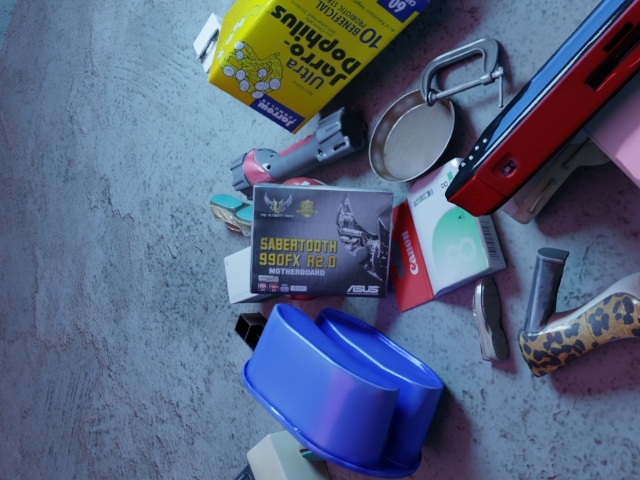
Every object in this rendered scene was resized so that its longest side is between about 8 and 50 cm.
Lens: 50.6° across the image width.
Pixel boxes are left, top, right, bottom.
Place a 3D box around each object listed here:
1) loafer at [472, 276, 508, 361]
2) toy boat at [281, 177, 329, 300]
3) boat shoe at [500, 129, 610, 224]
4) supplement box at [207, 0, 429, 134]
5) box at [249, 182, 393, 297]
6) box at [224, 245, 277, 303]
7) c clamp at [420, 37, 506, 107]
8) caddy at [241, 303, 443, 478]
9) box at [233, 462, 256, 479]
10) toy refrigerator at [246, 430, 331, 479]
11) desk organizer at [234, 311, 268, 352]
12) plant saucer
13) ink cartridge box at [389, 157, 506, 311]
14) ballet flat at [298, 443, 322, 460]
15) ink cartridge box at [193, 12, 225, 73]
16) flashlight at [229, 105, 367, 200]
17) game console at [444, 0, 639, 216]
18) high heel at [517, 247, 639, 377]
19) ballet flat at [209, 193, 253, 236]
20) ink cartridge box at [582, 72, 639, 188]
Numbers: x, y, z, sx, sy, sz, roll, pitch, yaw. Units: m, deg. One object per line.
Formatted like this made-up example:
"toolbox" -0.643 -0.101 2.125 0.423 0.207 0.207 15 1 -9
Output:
"loafer" 0.243 0.118 1.004 0.039 0.045 0.125 -21 75 51
"toy boat" -0.052 0.000 1.228 0.151 0.151 0.231 24 107 26
"boat shoe" 0.339 -0.144 0.886 0.098 0.109 0.302 39 121 -2
"supplement box" -0.009 -0.387 1.149 0.356 0.194 0.195 -38 34 39
"box" 0.000 0.000 1.133 0.056 0.231 0.183 -108 21 -77
"box" -0.127 0.070 1.368 0.101 0.087 0.102 -21 72 44
"c clamp" 0.215 -0.249 1.039 0.161 0.022 0.137 -6 62 45
"caddy" 0.027 0.243 1.086 0.341 0.241 0.179 32 105 44
"box" -0.108 0.572 1.339 0.183 0.059 0.232 -53 53 31
"toy refrigerator" -0.031 0.488 1.230 0.094 0.102 0.269 -48 56 34
"desk organizer" -0.119 0.199 1.378 0.130 0.050 0.047 39 116 41
"plant saucer" 0.152 -0.166 1.099 0.168 0.029 0.168 -22 55 36
"ink cartridge box" 0.170 -0.002 1.082 0.225 0.056 0.181 -29 66 41
"ballet flat" 0.044 0.345 1.187 0.213 0.072 0.068 -19 44 42
"ink cartridge box" -0.190 -0.404 1.423 0.092 0.143 0.090 -47 56 34
"flashlight" -0.045 -0.168 1.296 0.304 0.103 0.103 -23 96 40
"game console" 0.299 -0.214 0.782 0.060 0.342 0.386 39 123 -3
"high heel" 0.378 0.129 0.848 0.261 0.093 0.186 21 121 37
"ballet flat" -0.162 -0.047 1.442 0.206 0.073 0.067 25 133 48
"ink cartridge box" 0.436 -0.175 0.699 0.273 0.198 0.115 -50 55 33
